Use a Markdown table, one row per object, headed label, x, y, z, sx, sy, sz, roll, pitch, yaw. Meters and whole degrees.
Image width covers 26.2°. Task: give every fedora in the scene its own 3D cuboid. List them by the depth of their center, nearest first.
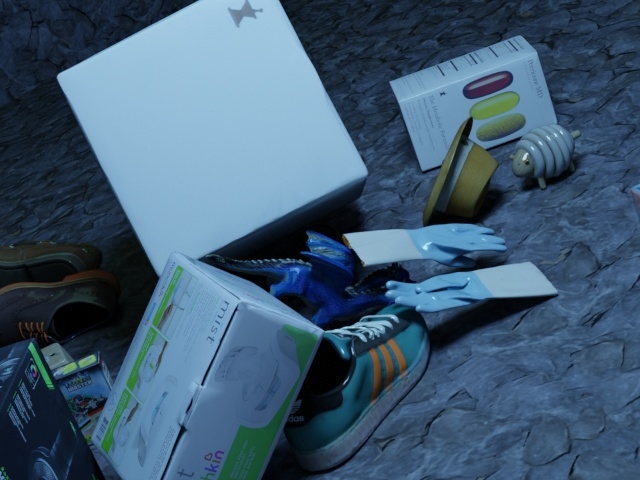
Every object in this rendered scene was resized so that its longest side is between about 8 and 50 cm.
| label | x | y | z | sx | sy | sz | roll | pitch | yaw |
| --- | --- | --- | --- | --- | --- | --- | --- | --- | --- |
| fedora | 0.220 | -0.093 | 2.093 | 0.079 | 0.194 | 0.194 | 23 | 34 | 6 |

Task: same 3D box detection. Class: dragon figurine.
| label | x | y | z | sx | sy | sz | roll | pitch | yaw |
| --- | --- | --- | --- | --- | --- | --- | --- | --- | --- |
| dragon figurine | -0.003 | 0.044 | 1.870 | 0.144 | 0.289 | 0.085 | -54 | 10 | 22 |

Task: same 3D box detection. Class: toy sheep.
| label | x | y | z | sx | sy | sz | roll | pitch | yaw |
| --- | --- | --- | --- | --- | --- | --- | --- | --- | --- |
| toy sheep | 0.347 | -0.135 | 2.110 | 0.132 | 0.091 | 0.091 | -31 | 25 | -23 |

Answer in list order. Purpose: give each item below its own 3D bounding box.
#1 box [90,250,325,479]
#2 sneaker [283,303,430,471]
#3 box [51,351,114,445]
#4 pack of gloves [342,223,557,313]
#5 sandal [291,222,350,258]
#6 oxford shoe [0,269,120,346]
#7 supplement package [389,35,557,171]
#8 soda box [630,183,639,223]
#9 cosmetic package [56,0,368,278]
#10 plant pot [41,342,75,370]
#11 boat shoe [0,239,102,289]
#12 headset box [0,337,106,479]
| label | x | y | z | sx | sy | sz | roll | pitch | yaw |
| --- | --- | --- | --- | --- | --- | --- | --- | --- | --- |
| box | -0.141 | 0.173 | 1.617 | 0.231 | 0.127 | 0.262 | 26 | 93 | 60 |
| sneaker | 0.044 | 0.147 | 1.700 | 0.108 | 0.121 | 0.302 | -5 | 28 | 33 |
| box | -0.374 | 0.239 | 1.858 | 0.207 | 0.114 | 0.036 | -21 | 23 | 0 |
| pack of gloves | 0.168 | 0.047 | 1.842 | 0.232 | 0.046 | 0.195 | -6 | 34 | -21 |
| sandal | 0.000 | 0.000 | 2.148 | 0.072 | 0.049 | 0.180 | -24 | 17 | -10 |
| oxford shoe | -0.457 | 0.123 | 2.213 | 0.271 | 0.097 | 0.098 | -19 | 29 | 5 |
| supplement package | 0.259 | -0.236 | 2.341 | 0.244 | 0.139 | 0.134 | -20 | 22 | 3 |
| soda box | 0.477 | -0.029 | 1.799 | 0.058 | 0.063 | 0.183 | -24 | 23 | -6 |
| cosmetic package | -0.146 | -0.148 | 2.048 | 0.327 | 0.329 | 0.393 | -27 | -4 | -1 |
| plant pot | -0.382 | 0.211 | 1.951 | 0.109 | 0.096 | 0.109 | -26 | 23 | -11 |
| boat shoe | -0.526 | 0.058 | 2.414 | 0.307 | 0.110 | 0.104 | -1 | 25 | 20 |
| headset box | -0.362 | 0.285 | 1.582 | 0.131 | 0.246 | 0.283 | -18 | 22 | 9 |
